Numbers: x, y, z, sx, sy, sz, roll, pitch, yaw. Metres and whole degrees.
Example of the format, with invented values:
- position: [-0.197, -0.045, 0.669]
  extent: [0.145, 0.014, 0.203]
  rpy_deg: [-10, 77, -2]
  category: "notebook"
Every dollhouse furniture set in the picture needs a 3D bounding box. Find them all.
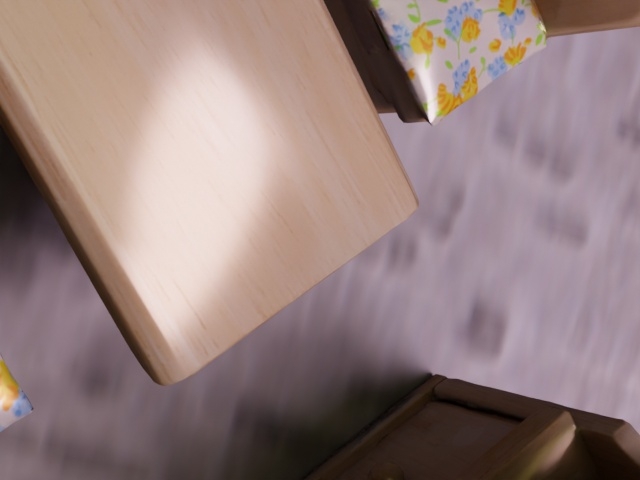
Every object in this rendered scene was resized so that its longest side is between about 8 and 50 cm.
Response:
- position: [0.000, 0.000, 0.465]
  extent: [0.362, 0.256, 0.394]
  rpy_deg: [-36, 110, -24]
  category: "dollhouse furniture set"
